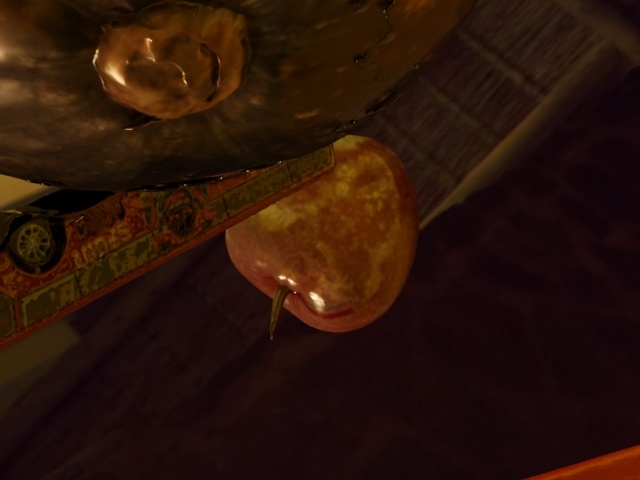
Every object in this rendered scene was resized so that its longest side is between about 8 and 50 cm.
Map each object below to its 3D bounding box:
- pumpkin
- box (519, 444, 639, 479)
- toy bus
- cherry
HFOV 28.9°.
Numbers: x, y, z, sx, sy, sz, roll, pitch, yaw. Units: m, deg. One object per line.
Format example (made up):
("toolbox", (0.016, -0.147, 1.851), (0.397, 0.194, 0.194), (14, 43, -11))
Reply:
("pumpkin", (-0.100, -0.217, 0.702), (0.454, 0.454, 0.344), (-31, -132, 40))
("box", (-0.003, 0.164, 0.545), (0.265, 0.273, 0.048), (109, -35, -68))
("toy bus", (-0.154, -0.029, 1.052), (0.093, 0.409, 0.092), (6, -62, 48))
("cherry", (0.000, 0.000, 1.574), (0.236, 0.285, 0.213), (33, -14, -19))
